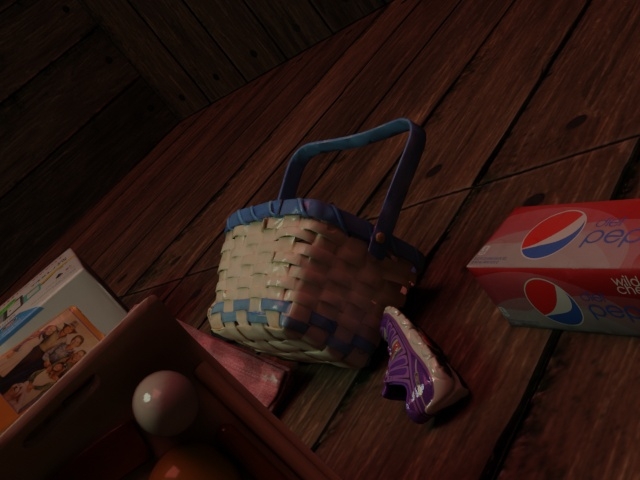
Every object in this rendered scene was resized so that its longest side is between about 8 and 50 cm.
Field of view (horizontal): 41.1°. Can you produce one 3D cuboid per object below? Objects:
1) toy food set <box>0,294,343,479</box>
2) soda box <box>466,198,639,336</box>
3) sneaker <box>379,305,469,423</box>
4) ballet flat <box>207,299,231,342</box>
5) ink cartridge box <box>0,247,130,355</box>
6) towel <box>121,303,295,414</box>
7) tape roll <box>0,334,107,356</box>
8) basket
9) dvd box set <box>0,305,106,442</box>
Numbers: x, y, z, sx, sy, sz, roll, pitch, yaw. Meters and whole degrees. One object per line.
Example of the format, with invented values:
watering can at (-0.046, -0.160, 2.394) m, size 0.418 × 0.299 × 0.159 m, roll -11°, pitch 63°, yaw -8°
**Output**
toy food set at (-0.091, 0.218, 0.618) m, size 0.220 × 0.306 × 0.092 m, roll -45°, pitch -7°, yaw -16°
soda box at (0.252, 0.023, 0.728) m, size 0.092 × 0.083 × 0.263 m, roll -47°, pitch 20°, yaw -22°
sneaker at (0.083, 0.121, 0.845) m, size 0.071 × 0.068 × 0.170 m, roll -43°, pitch 19°, yaw 5°
ballet flat at (-0.119, 0.109, 1.234) m, size 0.074 × 0.074 × 0.203 m, roll -47°, pitch 20°, yaw -22°
ink cartridge box at (-0.440, 0.161, 1.507) m, size 0.198 × 0.197 × 0.270 m, roll -43°, pitch 19°, yaw -11°
towel at (-0.206, 0.225, 0.958) m, size 0.237 × 0.037 × 0.329 m, roll 20°, pitch 49°, yaw 19°
tape roll at (-0.413, 0.223, 1.181) m, size 0.392 × 0.071 × 0.392 m, roll -17°, pitch -14°, yaw -4°
basket at (0.000, 0.000, 1.019) m, size 0.255 × 0.201 × 0.288 m, roll -6°, pitch 65°, yaw 57°
dvd box set at (-0.337, 0.263, 0.702) m, size 0.420 × 0.062 × 0.307 m, roll -39°, pitch -20°, yaw -26°
